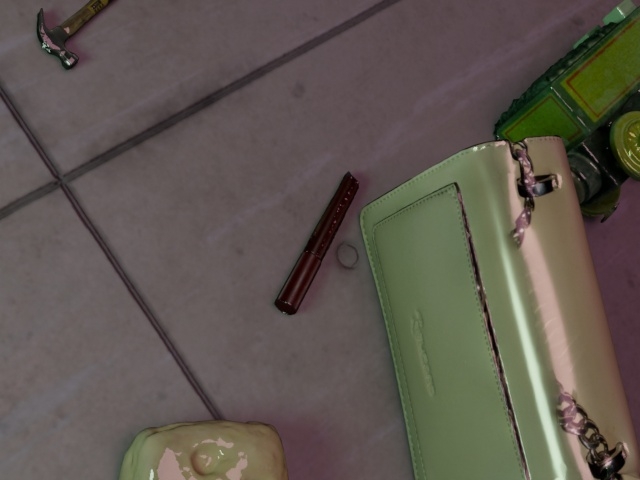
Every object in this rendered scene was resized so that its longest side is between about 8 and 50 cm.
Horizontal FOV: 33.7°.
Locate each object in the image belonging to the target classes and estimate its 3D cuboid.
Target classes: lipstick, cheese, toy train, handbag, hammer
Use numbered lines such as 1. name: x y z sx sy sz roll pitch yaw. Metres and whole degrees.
1. lipstick: 0.000 0.000 1.119 0.027 0.027 0.176 35 62 -13
2. cheese: -0.098 0.294 0.948 0.159 0.093 0.263 2 75 -24
3. toy train: 0.349 -0.153 1.257 0.272 0.159 0.188 -39 87 -28
4. handbag: 0.187 0.097 1.059 0.160 0.237 0.358 -7 78 -25
5. hammer: -0.224 -0.253 1.091 0.062 0.017 0.182 43 60 -9
